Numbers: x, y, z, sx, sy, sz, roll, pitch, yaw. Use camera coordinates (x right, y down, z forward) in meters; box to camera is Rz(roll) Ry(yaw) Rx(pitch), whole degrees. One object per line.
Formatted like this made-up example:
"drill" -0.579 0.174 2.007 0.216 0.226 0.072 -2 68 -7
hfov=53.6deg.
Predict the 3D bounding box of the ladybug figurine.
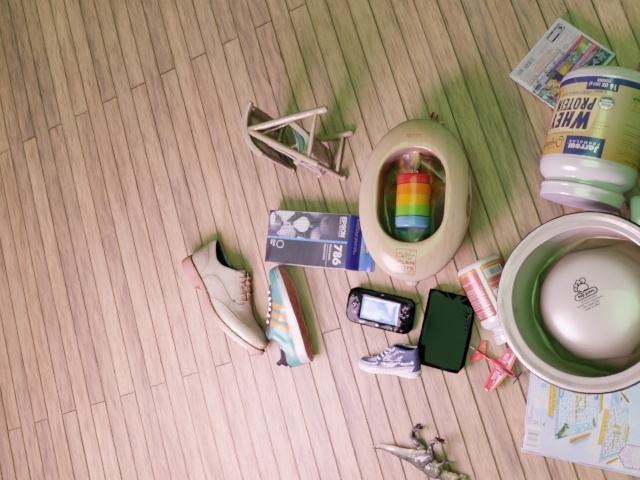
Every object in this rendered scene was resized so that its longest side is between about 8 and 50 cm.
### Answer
"ladybug figurine" 0.263 -0.100 1.731 0.305 0.162 0.450 6 86 20

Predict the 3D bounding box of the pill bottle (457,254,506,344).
"pill bottle" 0.457 0.156 1.656 0.121 0.121 0.216 -27 77 16

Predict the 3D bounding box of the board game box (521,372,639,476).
"board game box" 0.683 0.397 1.578 0.317 0.066 0.319 7 87 21

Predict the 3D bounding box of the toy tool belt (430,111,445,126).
"toy tool belt" 0.327 -0.317 1.796 0.051 0.052 0.083 18 95 -10

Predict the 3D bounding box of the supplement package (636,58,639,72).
"supplement package" 0.886 -0.409 1.512 0.203 0.194 0.149 38 99 20

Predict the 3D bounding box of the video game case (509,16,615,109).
"video game case" 0.646 -0.468 1.700 0.183 0.023 0.201 44 99 19

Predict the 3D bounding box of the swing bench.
"swing bench" -0.068 -0.282 1.825 0.254 0.253 0.165 8 88 21

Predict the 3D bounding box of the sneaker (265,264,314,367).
"sneaker" -0.119 0.227 1.872 0.121 0.108 0.302 -19 80 14

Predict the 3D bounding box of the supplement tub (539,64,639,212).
"supplement tub" 0.675 -0.244 1.557 0.228 0.228 0.316 14 90 21

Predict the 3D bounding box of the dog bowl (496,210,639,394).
"dog bowl" 0.631 0.145 1.469 0.407 0.150 0.408 -8 77 39

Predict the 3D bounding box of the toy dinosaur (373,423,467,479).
"toy dinosaur" 0.276 0.573 1.719 0.268 0.064 0.118 20 99 24

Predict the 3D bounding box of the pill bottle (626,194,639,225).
"pill bottle" 0.876 -0.037 1.506 0.264 0.146 0.146 1 85 20

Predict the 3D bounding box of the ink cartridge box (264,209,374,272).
"ink cartridge box" 0.000 0.000 1.875 0.332 0.065 0.166 4 85 20

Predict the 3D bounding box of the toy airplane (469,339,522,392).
"toy airplane" 0.462 0.327 1.688 0.151 0.028 0.151 -3 83 20

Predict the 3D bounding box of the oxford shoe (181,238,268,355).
"oxford shoe" -0.267 0.166 1.920 0.146 0.140 0.397 -41 74 7

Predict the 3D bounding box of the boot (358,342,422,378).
"boot" 0.189 0.320 1.748 0.189 0.069 0.086 2 108 29

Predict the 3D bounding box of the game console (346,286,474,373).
"game console" 0.240 0.228 1.773 0.361 0.044 0.213 11 89 22
